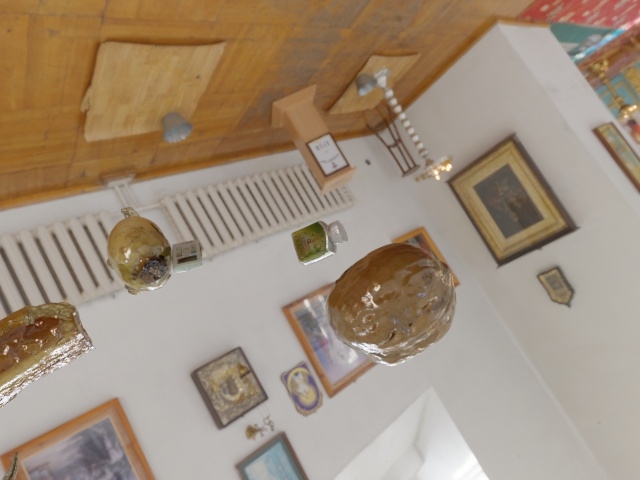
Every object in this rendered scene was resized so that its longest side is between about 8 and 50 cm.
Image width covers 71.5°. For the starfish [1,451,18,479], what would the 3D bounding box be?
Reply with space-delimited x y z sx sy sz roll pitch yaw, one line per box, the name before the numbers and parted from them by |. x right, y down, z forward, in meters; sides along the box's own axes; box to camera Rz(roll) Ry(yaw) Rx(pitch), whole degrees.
starfish | -0.890 0.706 1.210 0.238 0.213 0.056 -68 175 -48

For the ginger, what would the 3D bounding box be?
ginger | -0.704 0.038 1.639 0.081 0.148 0.333 -45 150 -74

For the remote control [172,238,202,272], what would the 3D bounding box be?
remote control | -0.300 0.034 1.006 0.065 0.029 0.166 -12 -158 -14

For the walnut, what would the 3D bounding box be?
walnut | 0.216 0.188 1.344 0.398 0.307 0.354 -32 138 4

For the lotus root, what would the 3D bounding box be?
lotus root | -0.436 0.034 1.082 0.146 0.160 0.284 -46 -145 -10

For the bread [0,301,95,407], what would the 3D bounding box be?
bread | -0.684 0.259 0.956 0.344 0.148 0.195 -35 165 -27

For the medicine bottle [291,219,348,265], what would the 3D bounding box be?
medicine bottle | 0.000 0.000 1.660 0.189 0.131 0.088 -24 159 18
